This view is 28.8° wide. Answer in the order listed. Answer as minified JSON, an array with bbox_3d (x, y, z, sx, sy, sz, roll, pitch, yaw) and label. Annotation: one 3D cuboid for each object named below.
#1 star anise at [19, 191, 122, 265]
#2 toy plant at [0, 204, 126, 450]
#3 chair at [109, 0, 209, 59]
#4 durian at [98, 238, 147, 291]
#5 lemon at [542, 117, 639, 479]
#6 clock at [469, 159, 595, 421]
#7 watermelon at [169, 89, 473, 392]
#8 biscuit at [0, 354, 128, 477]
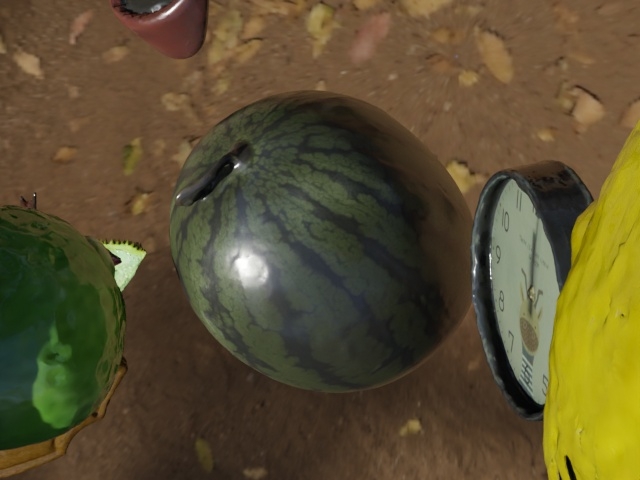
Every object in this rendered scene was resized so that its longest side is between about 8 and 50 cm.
[{"bbox_3d":[-0.327,-0.010,1.426,0.140,0.158,0.144,11,125,40],"label":"star anise"},{"bbox_3d":[-0.192,0.047,0.459,0.218,0.235,0.175,-14,82,40],"label":"toy plant"},{"bbox_3d":[-0.273,-0.403,1.529,0.226,0.401,0.226,-19,59,34],"label":"chair"},{"bbox_3d":[-0.318,0.066,1.665,0.215,0.086,0.100,-46,47,12],"label":"durian"},{"bbox_3d":[0.269,0.055,0.449,0.387,0.350,0.350,25,101,29],"label":"lemon"},{"bbox_3d":[0.150,0.036,0.866,0.040,0.184,0.184,-7,98,-13],"label":"clock"},{"bbox_3d":[0.000,0.000,1.197,0.279,0.359,0.279,-16,57,25],"label":"watermelon"},{"bbox_3d":[-0.266,0.123,1.119,0.215,0.034,0.182,-39,126,9],"label":"biscuit"}]
